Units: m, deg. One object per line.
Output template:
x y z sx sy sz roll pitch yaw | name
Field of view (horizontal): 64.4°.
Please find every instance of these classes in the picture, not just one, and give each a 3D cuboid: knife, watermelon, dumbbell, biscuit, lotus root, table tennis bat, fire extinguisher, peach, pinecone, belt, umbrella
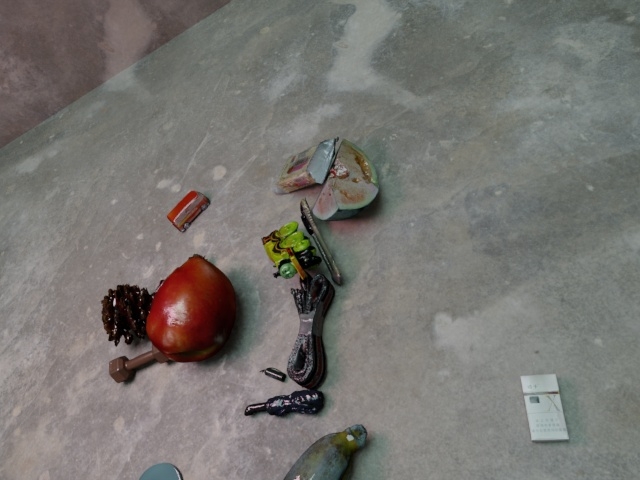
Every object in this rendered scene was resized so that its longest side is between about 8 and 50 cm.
-0.006 0.002 1.709 0.043 0.089 0.365 -22 55 -5 | knife
0.093 -0.166 1.745 0.175 0.188 0.322 23 54 -5 | watermelon
-0.605 0.405 1.725 0.231 0.082 0.092 -25 52 8 | dumbbell
-0.053 -0.263 1.837 0.309 0.079 0.186 -9 54 57 | biscuit
-0.005 0.596 1.299 0.140 0.158 0.322 23 64 33 | lotus root
-0.519 0.749 1.504 0.244 0.040 0.153 -18 54 8 | table tennis bat
-0.144 0.406 1.558 0.083 0.025 0.038 12 28 29 | fire extinguisher
-0.413 0.213 1.644 0.281 0.281 0.338 -17 59 13 | peach
-0.654 0.248 1.771 0.221 0.221 0.221 -11 57 17 | pinecone
-0.030 0.267 1.549 0.126 0.094 0.359 -9 58 19 | belt
-0.111 0.474 1.473 0.248 0.071 0.071 -10 57 16 | umbrella

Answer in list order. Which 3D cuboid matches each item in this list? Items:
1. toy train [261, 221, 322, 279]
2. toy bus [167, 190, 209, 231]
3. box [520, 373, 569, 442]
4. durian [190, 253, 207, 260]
-0.099 0.038 1.658 0.160 0.100 0.296 -31 24 -2 | toy train
-0.526 -0.125 2.020 0.079 0.077 0.174 35 79 35 | toy bus
0.545 0.408 1.240 0.084 0.040 0.154 -10 58 19 | box
-0.475 0.143 1.839 0.186 0.119 0.108 -54 16 -27 | durian
